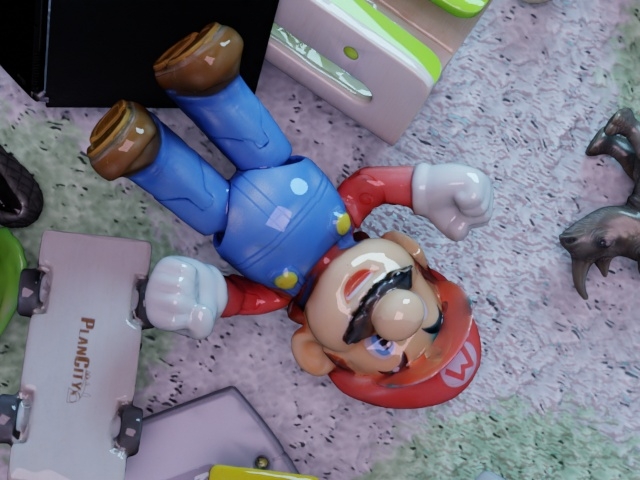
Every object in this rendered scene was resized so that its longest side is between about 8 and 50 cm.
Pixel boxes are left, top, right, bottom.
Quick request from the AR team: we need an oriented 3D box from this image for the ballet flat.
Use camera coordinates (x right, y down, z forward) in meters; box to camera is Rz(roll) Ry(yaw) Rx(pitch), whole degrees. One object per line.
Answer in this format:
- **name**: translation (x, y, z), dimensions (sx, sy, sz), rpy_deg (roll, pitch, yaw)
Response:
- **ballet flat**: translation (-0.277, -0.073, 1.223), dimensions (0.173, 0.049, 0.057), rpy_deg (37, 85, -1)

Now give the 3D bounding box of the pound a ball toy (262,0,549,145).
- **pound a ball toy**: translation (0.017, -0.214, 1.225), dimensions (0.319, 0.136, 0.208), rpy_deg (34, 61, -1)

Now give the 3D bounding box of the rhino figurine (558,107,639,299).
- **rhino figurine**: translation (0.261, -0.060, 1.243), dimensions (0.106, 0.073, 0.243), rpy_deg (30, 87, 2)

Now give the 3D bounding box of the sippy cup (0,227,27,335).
- **sippy cup**: translation (-0.356, 0.006, 1.097), dimensions (0.240, 0.305, 0.224), rpy_deg (25, 102, 12)

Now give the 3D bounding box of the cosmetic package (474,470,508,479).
- **cosmetic package**: translation (0.154, 0.426, 1.045), dimensions (0.327, 0.329, 0.393), rpy_deg (42, 85, -18)

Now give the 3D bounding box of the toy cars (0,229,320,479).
- **toy cars**: translation (-0.111, 0.175, 1.149), dimensions (0.176, 0.087, 0.393), rpy_deg (-32, 78, -19)

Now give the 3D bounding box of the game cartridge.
- **game cartridge**: translation (-0.079, 0.269, 1.216), dimensions (0.196, 0.060, 0.294), rpy_deg (-20, 88, -1)

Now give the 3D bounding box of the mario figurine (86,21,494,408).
- **mario figurine**: translation (0.000, 0.000, 1.134), dimensions (0.198, 0.170, 0.320), rpy_deg (-37, 111, 29)

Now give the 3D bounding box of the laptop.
- **laptop**: translation (-0.167, -0.212, 1.146), dimensions (0.136, 0.234, 0.264), rpy_deg (-36, 74, -27)
